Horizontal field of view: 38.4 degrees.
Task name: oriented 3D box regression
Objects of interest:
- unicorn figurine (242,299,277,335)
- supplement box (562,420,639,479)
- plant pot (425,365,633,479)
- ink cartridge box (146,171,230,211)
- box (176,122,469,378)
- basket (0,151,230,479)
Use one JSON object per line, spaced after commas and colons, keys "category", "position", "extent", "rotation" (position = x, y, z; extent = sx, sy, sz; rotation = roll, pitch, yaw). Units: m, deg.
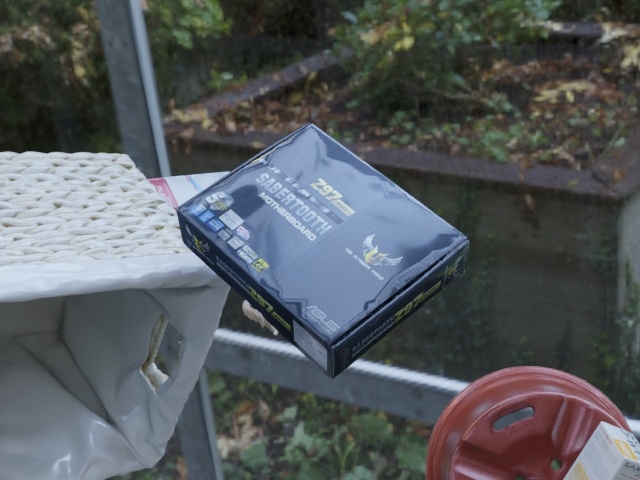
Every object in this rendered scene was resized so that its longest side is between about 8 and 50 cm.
{"category": "unicorn figurine", "position": [-0.063, 0.050, 1.346], "extent": [0.111, 0.060, 0.162], "rotation": [22, 58, 16]}
{"category": "supplement box", "position": [0.248, 0.220, 0.815], "extent": [0.036, 0.098, 0.062], "rotation": [24, 17, -11]}
{"category": "plant pot", "position": [0.247, 0.273, 1.044], "extent": [0.272, 0.273, 0.265], "rotation": [-4, -11, 9]}
{"category": "ink cartridge box", "position": [-0.234, -0.046, 1.570], "extent": [0.175, 0.127, 0.072], "rotation": [-9, 58, -39]}
{"category": "box", "position": [0.000, 0.000, 0.906], "extent": [0.183, 0.059, 0.232], "rotation": [-35, 58, -25]}
{"category": "basket", "position": [-0.333, 0.095, 1.038], "extent": [0.331, 0.328, 0.266], "rotation": [-6, 41, -43]}
